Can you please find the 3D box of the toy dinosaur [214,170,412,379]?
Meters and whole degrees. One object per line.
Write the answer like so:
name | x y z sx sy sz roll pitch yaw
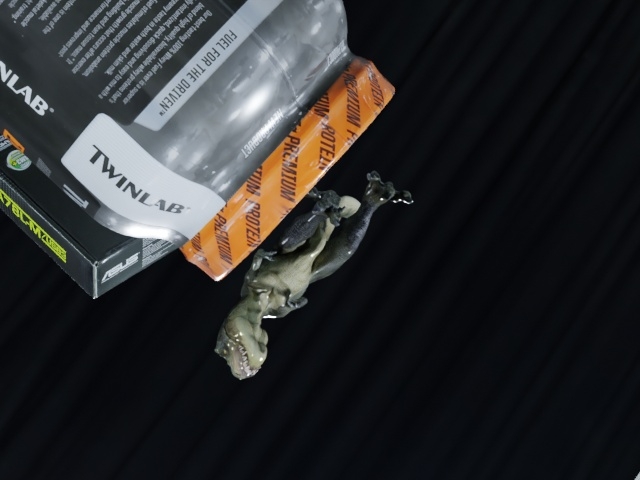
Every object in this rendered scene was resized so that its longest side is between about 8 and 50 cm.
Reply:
toy dinosaur | 0.000 0.000 1.460 0.064 0.268 0.118 42 128 1

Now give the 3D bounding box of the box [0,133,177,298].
box | -0.150 -0.067 1.438 0.184 0.190 0.045 40 146 29

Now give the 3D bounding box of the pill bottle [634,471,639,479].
pill bottle | 0.169 0.141 0.709 0.121 0.121 0.221 17 127 35

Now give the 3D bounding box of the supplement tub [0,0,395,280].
supplement tub | -0.074 -0.082 0.662 0.190 0.117 0.117 43 153 -3
